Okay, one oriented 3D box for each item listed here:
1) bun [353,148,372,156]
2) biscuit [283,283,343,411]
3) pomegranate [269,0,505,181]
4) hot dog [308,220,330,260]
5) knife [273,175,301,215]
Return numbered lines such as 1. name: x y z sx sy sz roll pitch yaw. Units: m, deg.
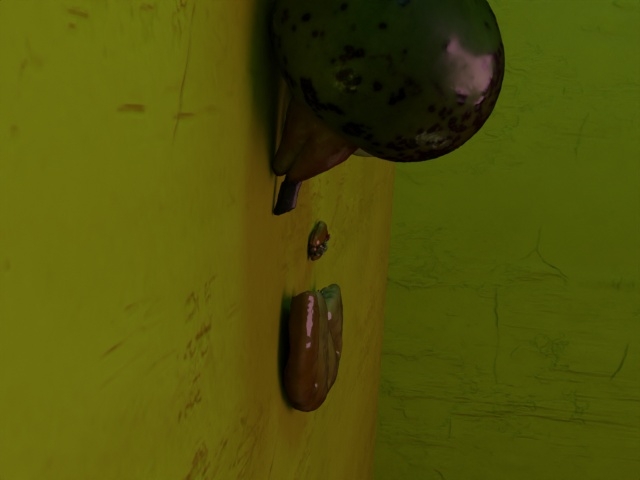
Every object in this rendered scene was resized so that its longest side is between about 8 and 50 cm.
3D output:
1. bun: 0.039 -0.179 1.010 0.183 0.102 0.183 -12 111 -35
2. biscuit: -0.007 0.132 1.141 0.299 0.045 0.154 6 90 -82
3. pomegranate: 0.041 -0.142 0.837 0.248 0.214 0.214 -52 -173 24
4. hot dog: 0.000 0.000 1.196 0.083 0.021 0.037 -71 163 -66
5. knife: 0.009 -0.121 0.925 0.021 0.046 0.222 12 -103 62
